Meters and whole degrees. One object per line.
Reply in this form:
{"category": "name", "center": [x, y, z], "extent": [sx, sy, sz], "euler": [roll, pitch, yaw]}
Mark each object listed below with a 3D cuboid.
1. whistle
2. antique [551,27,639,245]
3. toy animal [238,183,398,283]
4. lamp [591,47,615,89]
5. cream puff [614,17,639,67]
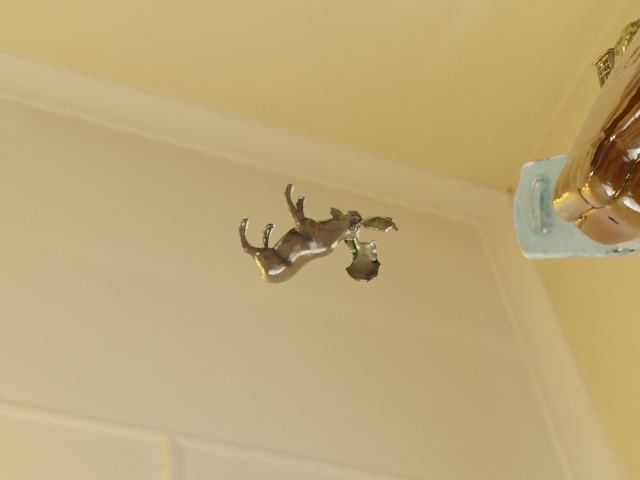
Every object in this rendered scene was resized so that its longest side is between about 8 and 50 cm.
{"category": "whistle", "center": [0.419, -0.069, 1.481], "extent": [0.188, 0.405, 0.168], "euler": [6, -103, -22]}
{"category": "antique", "center": [0.323, -0.119, 1.057], "extent": [0.129, 0.223, 0.278], "euler": [33, -109, -4]}
{"category": "toy animal", "center": [0.000, 0.000, 1.809], "extent": [0.186, 0.214, 0.094], "euler": [52, 180, 30]}
{"category": "lamp", "center": [0.595, -0.201, 2.212], "extent": [0.089, 0.090, 0.325], "euler": [-7, -100, -11]}
{"category": "cream puff", "center": [0.495, -0.222, 1.633], "extent": [0.194, 0.195, 0.221], "euler": [26, -150, -1]}
